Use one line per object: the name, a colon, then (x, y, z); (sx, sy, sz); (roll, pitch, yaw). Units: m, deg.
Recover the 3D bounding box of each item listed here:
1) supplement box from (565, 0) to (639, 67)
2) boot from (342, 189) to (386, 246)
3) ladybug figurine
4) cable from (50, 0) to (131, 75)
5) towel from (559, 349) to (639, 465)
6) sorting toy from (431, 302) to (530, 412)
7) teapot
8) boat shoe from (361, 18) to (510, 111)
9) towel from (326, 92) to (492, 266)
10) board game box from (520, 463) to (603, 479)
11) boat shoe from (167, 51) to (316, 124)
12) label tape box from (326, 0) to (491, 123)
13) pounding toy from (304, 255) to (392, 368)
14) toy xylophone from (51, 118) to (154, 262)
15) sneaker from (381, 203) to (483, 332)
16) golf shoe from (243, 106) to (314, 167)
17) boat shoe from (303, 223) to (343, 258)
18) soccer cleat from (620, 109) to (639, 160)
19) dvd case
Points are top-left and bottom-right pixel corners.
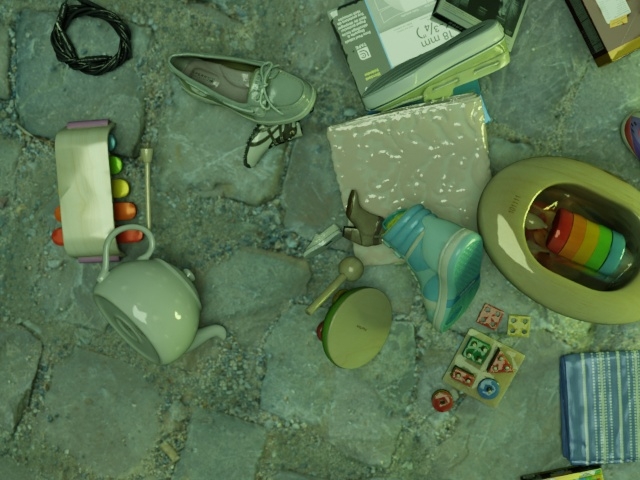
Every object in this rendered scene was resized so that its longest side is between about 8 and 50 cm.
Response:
supplement box: (0.609, -0.476, 1.761); (0.191, 0.129, 0.194); (-27, 93, 7)
boot: (0.095, -0.044, 1.824); (0.087, 0.042, 0.118); (7, 114, -8)
ladybug figurine: (0.508, 0.008, 1.779); (0.450, 0.162, 0.305); (27, 79, -6)
cable: (-0.493, -0.431, 1.912); (0.185, 0.047, 0.150); (28, 98, 1)
towel: (0.681, 0.350, 1.890); (0.336, 0.040, 0.243); (-4, 93, 4)
sorting toy: (0.354, 0.269, 1.902); (0.132, 0.046, 0.274); (28, 97, 2)
teapot: (-0.345, 0.123, 1.882); (0.253, 0.256, 0.187); (35, 65, 22)
boat shoe: (0.228, -0.318, 1.720); (0.302, 0.109, 0.094); (-27, 111, 8)
towel: (0.196, -0.117, 1.835); (0.317, 0.053, 0.331); (-10, 113, 6)
board game box: (0.531, 0.565, 1.914); (0.170, 0.048, 0.141); (-14, 93, 7)
boat shoe: (-0.163, -0.321, 1.822); (0.321, 0.103, 0.118); (20, 84, 22)
label tape box: (0.188, -0.357, 1.826); (0.241, 0.106, 0.333); (-22, 93, 8)
pounding toy: (0.041, 0.153, 1.883); (0.183, 0.110, 0.236); (-44, 130, -21)
toy xylophone: (-0.469, -0.102, 1.925); (0.236, 0.081, 0.322); (5, 96, 4)
sneaker: (0.217, 0.044, 1.822); (0.208, 0.319, 0.127); (36, 60, 26)
golf shoe: (-0.090, -0.228, 1.880); (0.094, 0.077, 0.198); (32, 99, 1)
boat shoe: (0.000, 0.000, 1.919); (0.100, 0.035, 0.035); (-37, 64, 12)
soccer cleat: (0.732, -0.134, 1.790); (0.109, 0.116, 0.318); (-41, 91, 8)
dvd case: (0.338, -0.515, 1.773); (0.179, 0.029, 0.238); (24, 79, -16)
